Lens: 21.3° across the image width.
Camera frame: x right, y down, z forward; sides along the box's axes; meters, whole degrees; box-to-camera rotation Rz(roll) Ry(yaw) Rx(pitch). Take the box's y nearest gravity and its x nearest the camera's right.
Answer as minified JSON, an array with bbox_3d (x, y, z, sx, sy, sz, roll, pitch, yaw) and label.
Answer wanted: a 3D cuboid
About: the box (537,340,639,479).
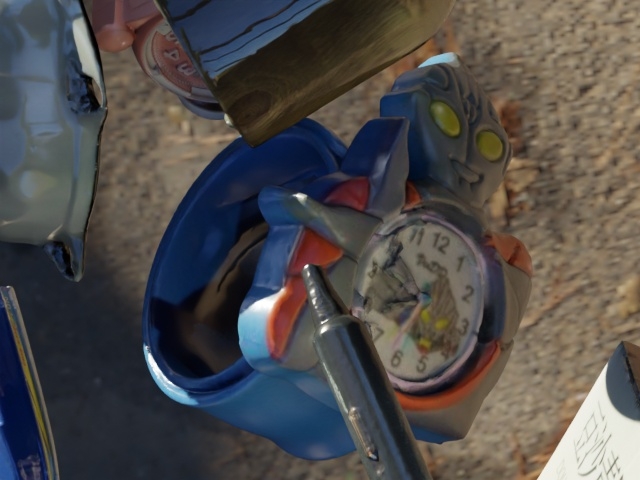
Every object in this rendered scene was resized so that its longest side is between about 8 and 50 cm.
[{"bbox_3d":[0.138,0.294,0.917,0.122,0.344,0.385,27,106,-6],"label":"box"}]

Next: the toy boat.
[{"bbox_3d":[-0.311,0.195,1.612,0.129,0.088,0.295,-22,79,23],"label":"toy boat"}]

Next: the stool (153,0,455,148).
[{"bbox_3d":[0.025,-0.193,0.960,0.264,0.179,0.179,-32,72,2],"label":"stool"}]

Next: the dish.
[{"bbox_3d":[-0.261,-0.118,1.253,0.303,0.120,0.303,36,132,56],"label":"dish"}]

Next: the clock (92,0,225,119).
[{"bbox_3d":[-0.065,-0.166,1.250,0.166,0.162,0.092,-23,52,29],"label":"clock"}]

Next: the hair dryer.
[{"bbox_3d":[0.046,0.092,0.860,0.173,0.050,0.195,-22,74,34],"label":"hair dryer"}]

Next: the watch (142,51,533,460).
[{"bbox_3d":[0.000,0.000,1.293,0.274,0.241,0.305,-8,59,50],"label":"watch"}]
